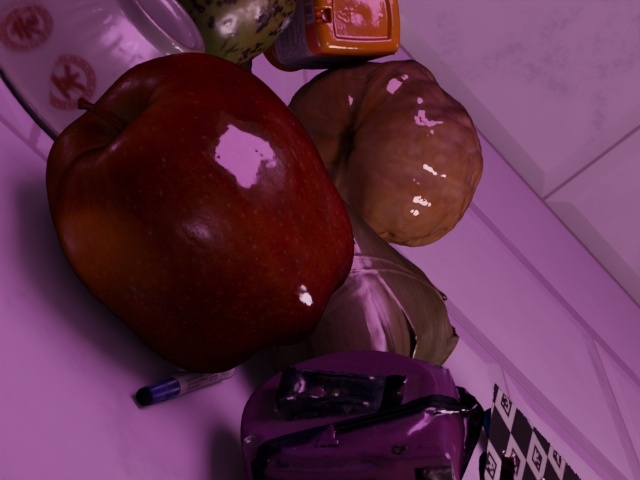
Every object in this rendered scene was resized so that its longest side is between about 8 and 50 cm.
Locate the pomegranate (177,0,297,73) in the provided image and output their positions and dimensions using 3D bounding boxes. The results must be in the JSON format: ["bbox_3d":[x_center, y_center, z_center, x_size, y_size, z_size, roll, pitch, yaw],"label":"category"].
[{"bbox_3d":[-0.157,-0.347,2.123,0.341,0.285,0.285,82,-14,-53],"label":"pomegranate"}]

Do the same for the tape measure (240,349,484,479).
[{"bbox_3d":[0.042,0.203,1.456,0.231,0.245,0.149,-82,163,-64],"label":"tape measure"}]

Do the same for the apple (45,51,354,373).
[{"bbox_3d":[-0.125,-0.031,1.479,0.317,0.288,0.288,53,16,-21],"label":"apple"}]

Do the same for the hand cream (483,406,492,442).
[{"bbox_3d":[0.311,0.376,2.159,0.120,0.061,0.271,36,30,-55],"label":"hand cream"}]

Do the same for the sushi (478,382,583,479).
[{"bbox_3d":[0.213,0.297,1.531,0.279,0.043,0.193,47,41,-43],"label":"sushi"}]

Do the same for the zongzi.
[{"bbox_3d":[0.038,0.027,1.814,0.418,0.181,0.447,68,18,6],"label":"zongzi"}]

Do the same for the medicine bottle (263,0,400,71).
[{"bbox_3d":[0.004,-0.321,2.214,0.149,0.222,0.112,-3,89,-31],"label":"medicine bottle"}]

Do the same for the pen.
[{"bbox_3d":[-0.138,0.146,1.506,0.025,0.025,0.204,55,18,9],"label":"pen"}]

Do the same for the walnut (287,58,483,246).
[{"bbox_3d":[0.101,-0.130,2.236,0.306,0.306,0.344,56,22,14],"label":"walnut"}]

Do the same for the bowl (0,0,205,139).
[{"bbox_3d":[-0.246,-0.235,1.773,0.337,0.157,0.337,46,17,-18],"label":"bowl"}]
